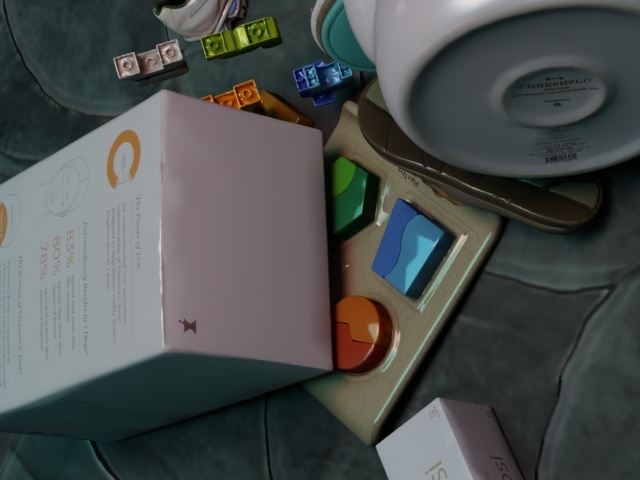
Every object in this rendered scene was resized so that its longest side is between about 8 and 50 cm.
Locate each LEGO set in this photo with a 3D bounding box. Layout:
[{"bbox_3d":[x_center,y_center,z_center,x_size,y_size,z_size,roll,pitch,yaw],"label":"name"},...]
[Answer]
[{"bbox_3d":[-0.051,-0.142,1.445,0.227,0.093,0.087,-17,82,1],"label":"LEGO set"}]

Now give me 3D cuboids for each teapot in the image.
[{"bbox_3d":[0.157,-0.175,1.159,0.252,0.256,0.187,-37,44,45],"label":"teapot"}]

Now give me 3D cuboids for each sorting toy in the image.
[{"bbox_3d":[0.000,0.000,1.422,0.307,0.041,0.229,39,107,42],"label":"sorting toy"}]

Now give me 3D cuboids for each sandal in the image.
[{"bbox_3d":[0.119,-0.062,1.294,0.219,0.060,0.090,28,64,23],"label":"sandal"}]

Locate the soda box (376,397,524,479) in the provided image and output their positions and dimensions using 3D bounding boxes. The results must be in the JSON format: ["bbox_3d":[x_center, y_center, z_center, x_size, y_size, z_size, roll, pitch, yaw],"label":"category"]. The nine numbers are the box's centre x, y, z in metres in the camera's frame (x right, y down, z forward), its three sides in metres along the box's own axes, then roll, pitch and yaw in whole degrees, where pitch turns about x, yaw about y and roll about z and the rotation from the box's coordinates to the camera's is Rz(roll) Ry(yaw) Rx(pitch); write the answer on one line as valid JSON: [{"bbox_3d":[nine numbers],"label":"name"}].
[{"bbox_3d":[0.121,0.225,1.228,0.074,0.069,0.216,-42,54,29],"label":"soda box"}]

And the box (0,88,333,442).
[{"bbox_3d":[-0.162,0.037,1.452,0.345,0.168,0.215,-22,64,48],"label":"box"}]

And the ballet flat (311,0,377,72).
[{"bbox_3d":[0.162,-0.266,1.291,0.400,0.139,0.139,-31,59,30],"label":"ballet flat"}]

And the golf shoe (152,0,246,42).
[{"bbox_3d":[-0.100,-0.271,1.559,0.069,0.086,0.176,17,90,47],"label":"golf shoe"}]
